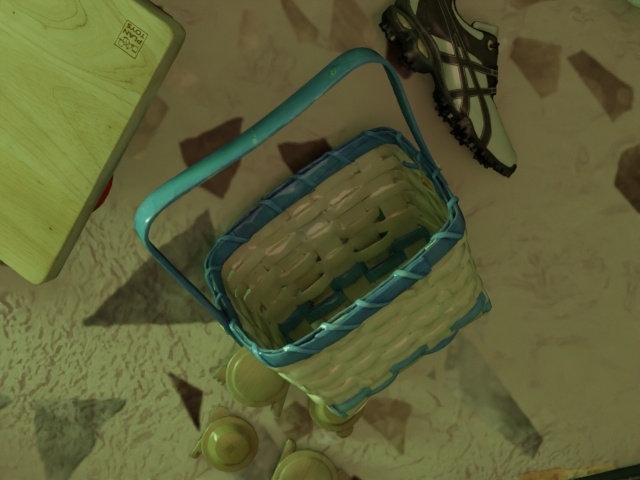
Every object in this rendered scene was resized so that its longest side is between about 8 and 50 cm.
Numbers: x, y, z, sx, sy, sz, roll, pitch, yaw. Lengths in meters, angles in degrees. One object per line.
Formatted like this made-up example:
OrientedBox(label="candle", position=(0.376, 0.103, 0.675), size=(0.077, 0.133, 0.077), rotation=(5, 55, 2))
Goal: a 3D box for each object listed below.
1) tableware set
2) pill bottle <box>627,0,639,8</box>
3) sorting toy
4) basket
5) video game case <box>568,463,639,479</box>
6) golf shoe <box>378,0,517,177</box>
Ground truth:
OrientedBox(label="tableware set", position=(-0.036, 0.178, 1.619), size=(0.168, 0.020, 0.141), rotation=(27, 96, -13))
OrientedBox(label="pill bottle", position=(0.434, -0.248, 1.549), size=(0.283, 0.160, 0.160), rotation=(17, 97, -13))
OrientedBox(label="sorting toy", position=(-0.258, -0.141, 1.444), size=(0.257, 0.089, 0.255), rotation=(36, 110, 14))
OrientedBox(label="basket", position=(0.000, 0.000, 1.483), size=(0.254, 0.201, 0.289), rotation=(-34, 135, -3))
OrientedBox(label="video game case", position=(0.233, 0.367, 1.691), size=(0.274, 0.035, 0.248), rotation=(-12, 102, -6))
OrientedBox(label="golf shoe", position=(0.141, -0.151, 1.561), size=(0.094, 0.077, 0.198), rotation=(-35, 105, -2))
